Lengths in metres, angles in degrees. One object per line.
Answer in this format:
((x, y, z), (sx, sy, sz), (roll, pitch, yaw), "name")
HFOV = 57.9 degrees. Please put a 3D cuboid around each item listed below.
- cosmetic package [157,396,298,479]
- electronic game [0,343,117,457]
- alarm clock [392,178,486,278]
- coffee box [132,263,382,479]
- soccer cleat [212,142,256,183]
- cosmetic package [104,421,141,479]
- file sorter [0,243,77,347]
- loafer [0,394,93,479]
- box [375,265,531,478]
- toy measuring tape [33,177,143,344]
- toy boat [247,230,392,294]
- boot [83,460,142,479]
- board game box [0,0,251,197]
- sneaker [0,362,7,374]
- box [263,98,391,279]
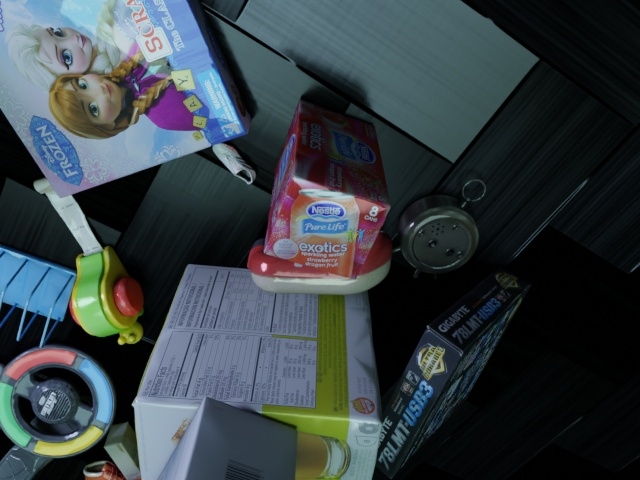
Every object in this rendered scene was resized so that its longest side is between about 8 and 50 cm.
((-0.140, 0.358, 0.690), (0.138, 0.224, 0.225), (24, 117, -12), "cosmetic package")
((-0.509, 0.310, 1.116), (0.229, 0.048, 0.230), (-1, 98, -4), "electronic game")
((0.206, -0.022, 0.954), (0.129, 0.064, 0.192), (26, 114, -15), "alarm clock")
((-0.096, 0.278, 0.968), (0.334, 0.338, 0.338), (5, 120, -2), "coffee box")
((-0.134, -0.120, 0.903), (0.029, 0.036, 0.083), (-38, 114, 21), "soccer cleat")
((-0.411, 0.450, 1.234), (0.041, 0.060, 0.115), (-14, 122, 7), "cosmetic package")
((-0.530, 0.096, 0.992), (0.170, 0.104, 0.118), (22, 119, -13), "file sorter")
((-0.560, 0.407, 1.204), (0.267, 0.084, 0.096), (-42, 87, 7), "loafer")
((0.218, 0.216, 0.978), (0.073, 0.293, 0.296), (34, 124, 24), "box")
((-0.387, 0.056, 0.964), (0.121, 0.121, 0.330), (-16, 120, 9), "toy measuring tape")
((0.000, 0.000, 0.926), (0.230, 0.151, 0.151), (1, 102, -1), "toy boat")
((-0.448, 0.529, 1.285), (0.157, 0.059, 0.085), (-3, 116, 3), "boot")
((-0.304, -0.249, 0.806), (0.317, 0.066, 0.319), (-18, 120, 10), "board game box")
((-0.665, 0.342, 1.147), (0.090, 0.095, 0.235), (20, 116, -10), "sneaker")
((0.007, -0.080, 0.799), (0.128, 0.257, 0.123), (17, 122, -10), "box")
